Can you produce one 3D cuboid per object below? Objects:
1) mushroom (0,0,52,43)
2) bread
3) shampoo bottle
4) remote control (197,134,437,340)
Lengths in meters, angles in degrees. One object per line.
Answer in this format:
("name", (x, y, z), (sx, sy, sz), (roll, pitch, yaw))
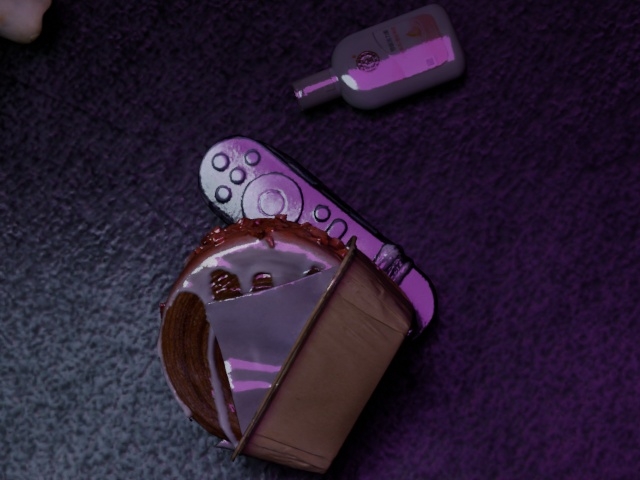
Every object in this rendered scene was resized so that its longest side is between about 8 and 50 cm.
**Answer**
("mushroom", (-0.373, -0.238, 1.868), (0.209, 0.206, 0.206), (25, 79, 7))
("bread", (-0.038, 0.085, 1.748), (0.212, 0.142, 0.224), (30, 102, 1))
("shampoo bottle", (0.053, -0.166, 1.872), (0.165, 0.040, 0.080), (-20, 75, 0))
("remote control", (0.000, 0.000, 1.829), (0.266, 0.066, 0.090), (40, 97, 11))
